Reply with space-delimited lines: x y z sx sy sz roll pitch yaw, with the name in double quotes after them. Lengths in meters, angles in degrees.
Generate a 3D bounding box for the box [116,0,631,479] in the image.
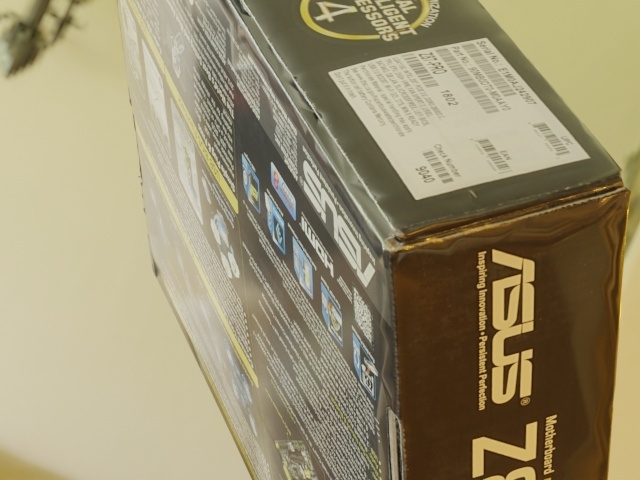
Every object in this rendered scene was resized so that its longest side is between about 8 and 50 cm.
0.000 0.000 0.763 0.097 0.318 0.395 -14 39 -15 "box"
